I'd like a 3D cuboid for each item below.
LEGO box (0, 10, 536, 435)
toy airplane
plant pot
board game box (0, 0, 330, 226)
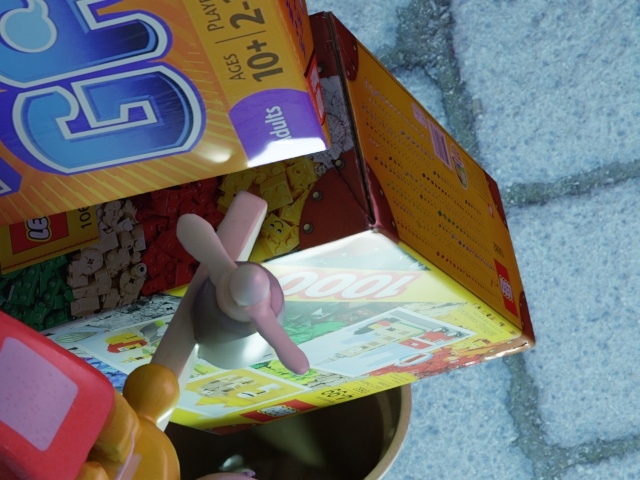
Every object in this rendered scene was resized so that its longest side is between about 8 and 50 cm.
[{"bbox_3d":[-0.053,0.017,1.400,0.500,0.373,0.193,32,43,-64],"label":"LEGO box"},{"bbox_3d":[-0.140,0.181,0.986,0.384,0.272,0.386,-27,129,-63],"label":"toy airplane"},{"bbox_3d":[-0.063,0.272,1.797,0.305,0.334,0.333,89,-6,-49],"label":"plant pot"},{"bbox_3d":[-0.222,-0.245,0.844,0.356,0.357,0.356,67,11,-61],"label":"board game box"}]
